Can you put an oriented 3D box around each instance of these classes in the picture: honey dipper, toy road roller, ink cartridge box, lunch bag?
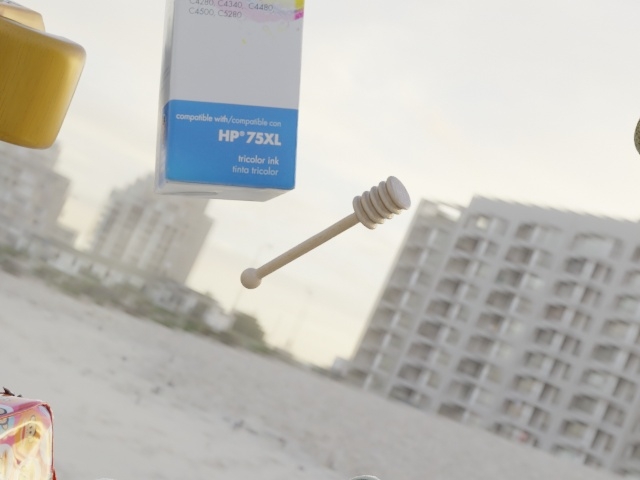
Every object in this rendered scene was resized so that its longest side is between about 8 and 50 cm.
[{"bbox_3d":[0.000,0.000,1.094,0.160,0.030,0.030,-32,-41,26],"label":"honey dipper"},{"bbox_3d":[-0.431,-0.217,1.637,0.240,0.203,0.329,25,10,16],"label":"toy road roller"},{"bbox_3d":[-0.054,-0.143,0.839,0.078,0.231,0.134,4,-2,-10],"label":"ink cartridge box"},{"bbox_3d":[-0.467,0.366,1.981,0.120,0.293,0.258,8,8,25],"label":"lunch bag"}]

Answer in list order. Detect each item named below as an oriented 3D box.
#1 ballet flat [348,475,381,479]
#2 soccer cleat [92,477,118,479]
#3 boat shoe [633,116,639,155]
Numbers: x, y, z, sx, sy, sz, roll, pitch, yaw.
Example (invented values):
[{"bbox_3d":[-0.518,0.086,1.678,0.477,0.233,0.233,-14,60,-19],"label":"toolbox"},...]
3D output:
[{"bbox_3d":[0.089,0.357,1.426,0.086,0.086,0.248,35,28,-55],"label":"ballet flat"},{"bbox_3d":[-0.189,0.306,1.416,0.196,0.068,0.076,30,29,33],"label":"soccer cleat"},{"bbox_3d":[0.206,-0.040,0.704,0.095,0.257,0.095,7,-49,7],"label":"boat shoe"}]
